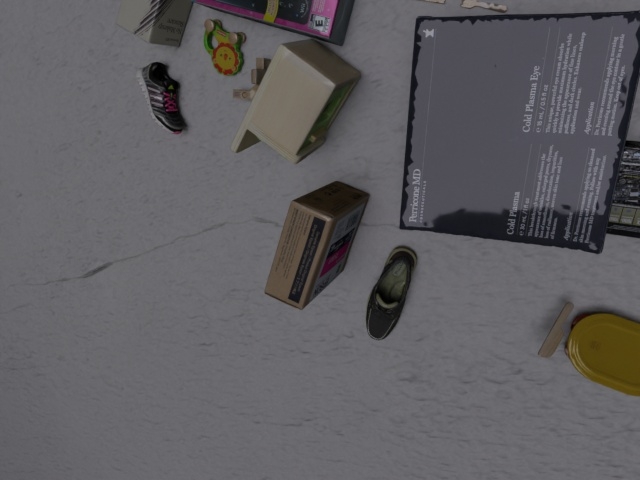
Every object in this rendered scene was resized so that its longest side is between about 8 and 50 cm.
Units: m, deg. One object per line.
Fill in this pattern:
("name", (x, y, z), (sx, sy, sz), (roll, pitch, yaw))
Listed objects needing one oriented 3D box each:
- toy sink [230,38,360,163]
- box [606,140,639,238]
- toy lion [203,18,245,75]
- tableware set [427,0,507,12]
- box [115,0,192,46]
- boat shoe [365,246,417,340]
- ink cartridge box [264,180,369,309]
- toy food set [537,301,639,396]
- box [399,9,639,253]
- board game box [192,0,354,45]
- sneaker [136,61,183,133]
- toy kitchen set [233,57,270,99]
("toy sink", (-0.046, -0.244, 0.917), (0.131, 0.153, 0.234), (38, 123, 3))
("box", (0.564, -0.077, 0.773), (0.180, 0.077, 0.147), (9, 113, 19))
("toy lion", (-0.207, -0.405, 1.012), (0.100, 0.034, 0.096), (32, 122, 10))
("tableware set", (0.242, -0.471, 0.807), (0.194, 0.039, 0.128), (18, 112, 16))
("box", (-0.311, -0.546, 0.964), (0.094, 0.113, 0.275), (32, 116, 9))
("boat shoe", (0.140, 0.121, 1.008), (0.080, 0.073, 0.224), (23, 113, 14))
("ink cartridge box", (0.000, 0.000, 0.936), (0.088, 0.234, 0.193), (23, 114, 14))
("toy food set", (0.528, 0.201, 0.890), (0.217, 0.071, 0.128), (22, 89, 12))
("box", (0.311, -0.181, 0.790), (0.312, 0.179, 0.343), (8, 108, 18))
("board game box", (-0.079, -0.521, 0.888), (0.303, 0.097, 0.224), (21, 112, 15))
("sneaker", (-0.350, -0.325, 1.071), (0.074, 0.063, 0.170), (-25, 91, 32))
("toy kitchen set", (-0.149, -0.335, 0.986), (0.075, 0.068, 0.083), (10, 109, 19))
